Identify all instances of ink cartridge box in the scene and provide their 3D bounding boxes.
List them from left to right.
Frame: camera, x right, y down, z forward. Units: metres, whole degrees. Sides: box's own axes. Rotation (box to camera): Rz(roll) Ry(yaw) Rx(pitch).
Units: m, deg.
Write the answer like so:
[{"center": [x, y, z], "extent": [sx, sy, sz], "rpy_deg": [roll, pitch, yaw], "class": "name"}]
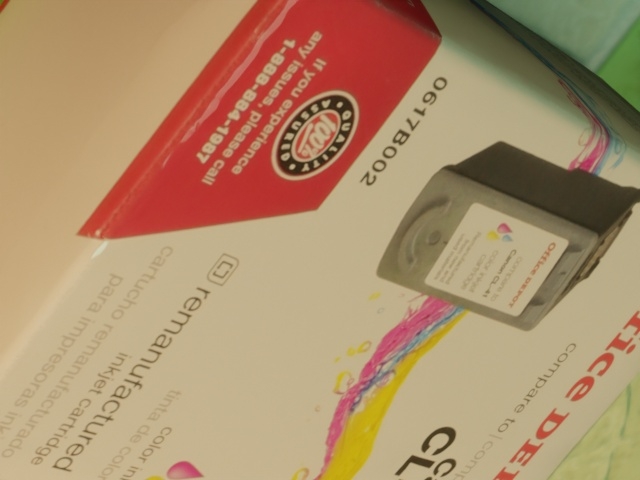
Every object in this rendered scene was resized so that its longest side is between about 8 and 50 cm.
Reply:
[{"center": [0.000, 0.000, 0.710], "extent": [0.306, 0.131, 0.226], "rpy_deg": [23, 111, -44], "class": "ink cartridge box"}]
